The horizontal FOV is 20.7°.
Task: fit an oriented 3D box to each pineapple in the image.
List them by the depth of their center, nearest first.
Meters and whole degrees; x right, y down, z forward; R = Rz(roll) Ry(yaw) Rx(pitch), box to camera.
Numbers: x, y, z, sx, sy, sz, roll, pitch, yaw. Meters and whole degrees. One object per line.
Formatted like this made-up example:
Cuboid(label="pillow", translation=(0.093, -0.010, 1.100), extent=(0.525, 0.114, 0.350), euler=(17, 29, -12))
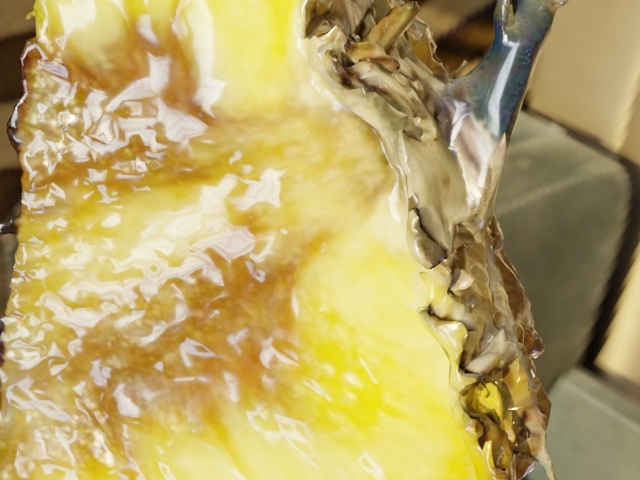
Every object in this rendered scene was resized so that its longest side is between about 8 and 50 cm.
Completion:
Cuboid(label="pineapple", translation=(0.005, 0.002, 0.498), extent=(0.161, 0.158, 0.334), euler=(-37, 135, -59))
